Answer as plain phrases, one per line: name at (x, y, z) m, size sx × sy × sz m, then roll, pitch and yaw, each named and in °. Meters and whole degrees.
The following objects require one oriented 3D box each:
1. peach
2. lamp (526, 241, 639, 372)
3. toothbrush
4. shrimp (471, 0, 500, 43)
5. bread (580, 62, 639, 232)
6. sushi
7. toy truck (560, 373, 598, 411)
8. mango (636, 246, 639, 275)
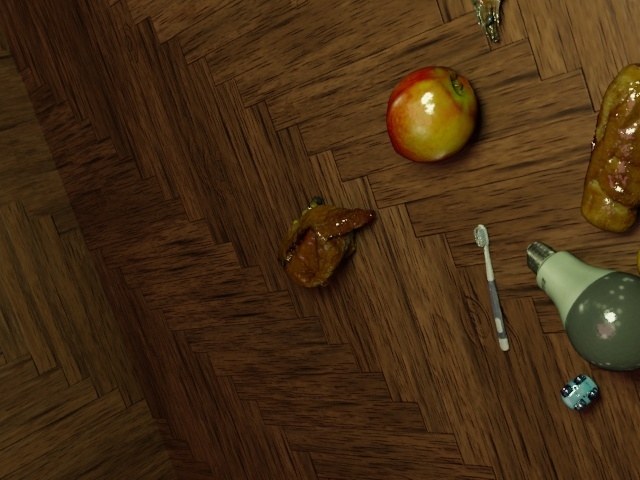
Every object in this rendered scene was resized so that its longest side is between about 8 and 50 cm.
peach at (0.214, -0.243, 1.602) m, size 0.197 × 0.197 × 0.197 m, roll 22°, pitch 123°, yaw 37°
lamp at (0.505, 0.126, 1.526) m, size 0.314 × 0.182 × 0.182 m, roll 34°, pitch 133°, yaw 57°
toothbrush at (0.368, 0.105, 1.735) m, size 0.024 × 0.026 × 0.288 m, roll 2°, pitch 111°, yaw 48°
shrimp at (0.258, -0.507, 1.529) m, size 0.169 × 0.058 × 0.296 m, roll -3°, pitch 103°, yaw 53°
bread at (0.522, -0.171, 1.401) m, size 0.124 × 0.084 × 0.344 m, roll 25°, pitch 125°, yaw 35°
sushi at (-0.003, 0.001, 1.975) m, size 0.167 × 0.179 × 0.296 m, roll 36°, pitch 136°, yaw 5°
toy truck at (0.524, 0.309, 1.653) m, size 0.073 × 0.090 × 0.056 m, roll -41°, pitch 74°, yaw 2°
mango at (0.636, 0.005, 1.364) m, size 0.227 × 0.099 × 0.136 m, roll -39°, pitch 76°, yaw 39°
